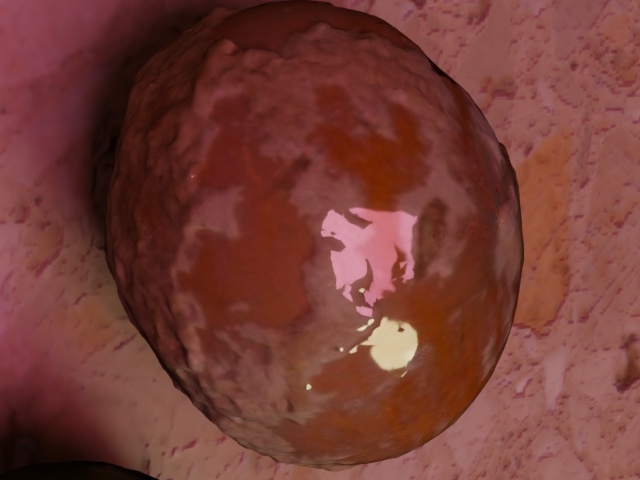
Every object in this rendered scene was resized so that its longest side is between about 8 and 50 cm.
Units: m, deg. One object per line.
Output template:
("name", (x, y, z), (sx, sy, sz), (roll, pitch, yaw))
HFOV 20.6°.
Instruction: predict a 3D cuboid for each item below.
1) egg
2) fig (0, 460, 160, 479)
("egg", (0.000, 0.000, 0.811), (0.195, 0.195, 0.233), (-40, 117, -15))
("fig", (-0.109, 0.197, 0.835), (0.245, 0.195, 0.195), (-4, 111, -68))
